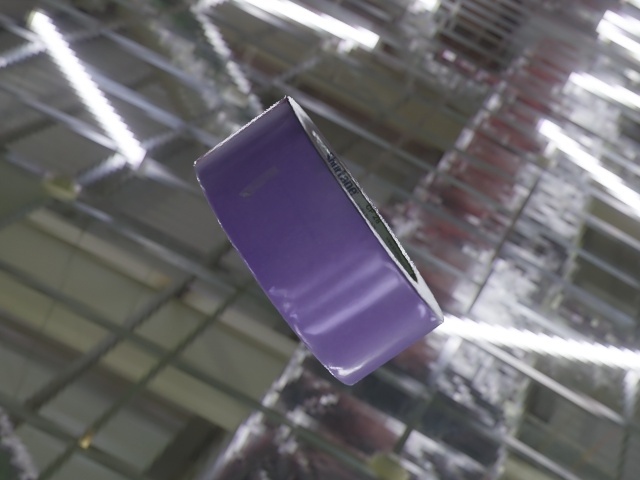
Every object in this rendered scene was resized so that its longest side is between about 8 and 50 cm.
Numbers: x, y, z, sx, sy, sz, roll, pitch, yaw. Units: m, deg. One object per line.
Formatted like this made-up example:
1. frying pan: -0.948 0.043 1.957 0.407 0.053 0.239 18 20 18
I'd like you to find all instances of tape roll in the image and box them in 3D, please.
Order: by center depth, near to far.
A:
1. tape roll: 0.000 0.000 1.082 0.189 0.080 0.189 54 -174 -8
